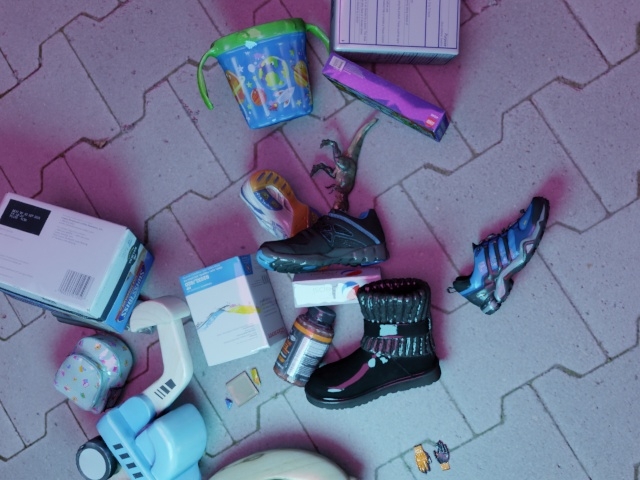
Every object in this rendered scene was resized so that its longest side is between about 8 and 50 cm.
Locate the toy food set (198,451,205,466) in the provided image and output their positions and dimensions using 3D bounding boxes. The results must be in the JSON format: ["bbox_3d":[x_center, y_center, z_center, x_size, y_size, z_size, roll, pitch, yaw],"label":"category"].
[{"bbox_3d":[-0.362,0.571,2.018,0.122,0.019,0.078,13,94,13],"label":"toy food set"}]

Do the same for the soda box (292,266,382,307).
[{"bbox_3d":[0.043,0.113,1.866,0.216,0.074,0.069,-5,105,4],"label":"soda box"}]

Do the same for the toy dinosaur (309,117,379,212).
[{"bbox_3d":[0.045,-0.189,1.887,0.118,0.064,0.268,18,95,-3],"label":"toy dinosaur"}]

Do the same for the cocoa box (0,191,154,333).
[{"bbox_3d":[-0.642,0.060,1.934,0.347,0.228,0.231,16,71,12],"label":"cocoa box"}]

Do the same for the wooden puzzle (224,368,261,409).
[{"bbox_3d":[-0.201,0.385,1.981,0.116,0.014,0.078,-28,81,12],"label":"wooden puzzle"}]

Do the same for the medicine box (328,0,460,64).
[{"bbox_3d":[0.172,-0.552,1.770,0.289,0.149,0.263,2,92,-4],"label":"medicine box"}]

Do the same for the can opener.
[{"bbox_3d":[-0.571,0.192,2.043,0.283,0.076,0.095,10,61,13],"label":"can opener"}]

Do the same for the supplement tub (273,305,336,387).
[{"bbox_3d":[-0.033,0.255,1.893,0.106,0.106,0.198,27,96,11],"label":"supplement tub"}]

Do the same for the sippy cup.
[{"bbox_3d":[-0.122,-0.394,1.847,0.305,0.240,0.224,-13,100,22],"label":"sippy cup"}]

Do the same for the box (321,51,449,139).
[{"bbox_3d":[0.157,-0.329,1.785,0.293,0.201,0.057,30,97,11],"label":"box"}]

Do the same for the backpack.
[{"bbox_3d":[-0.590,0.341,2.004,0.166,0.144,0.188,31,95,16],"label":"backpack"}]

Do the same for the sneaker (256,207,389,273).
[{"bbox_3d":[0.000,0.000,1.814,0.341,0.125,0.140,-4,81,-31],"label":"sneaker"}]

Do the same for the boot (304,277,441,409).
[{"bbox_3d":[0.106,0.235,1.798,0.348,0.131,0.260,-16,115,0],"label":"boot"}]

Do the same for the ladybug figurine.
[{"bbox_3d":[-0.105,0.661,1.889,0.449,0.162,0.305,-19,87,13],"label":"ladybug figurine"}]

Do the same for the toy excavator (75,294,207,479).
[{"bbox_3d":[-0.391,0.413,1.868,0.445,0.222,0.433,-42,79,21],"label":"toy excavator"}]

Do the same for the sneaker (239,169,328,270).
[{"bbox_3d":[-0.081,-0.048,1.907,0.112,0.131,0.296,-43,102,-28],"label":"sneaker"}]

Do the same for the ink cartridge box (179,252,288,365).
[{"bbox_3d":[-0.211,0.168,1.896,0.168,0.171,0.233,-20,86,13],"label":"ink cartridge box"}]

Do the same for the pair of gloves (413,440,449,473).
[{"bbox_3d":[0.273,0.532,1.877,0.083,0.010,0.074,-15,88,12],"label":"pair of gloves"}]

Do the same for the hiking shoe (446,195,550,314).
[{"bbox_3d":[0.420,0.021,1.778,0.132,0.113,0.304,30,98,10],"label":"hiking shoe"}]
